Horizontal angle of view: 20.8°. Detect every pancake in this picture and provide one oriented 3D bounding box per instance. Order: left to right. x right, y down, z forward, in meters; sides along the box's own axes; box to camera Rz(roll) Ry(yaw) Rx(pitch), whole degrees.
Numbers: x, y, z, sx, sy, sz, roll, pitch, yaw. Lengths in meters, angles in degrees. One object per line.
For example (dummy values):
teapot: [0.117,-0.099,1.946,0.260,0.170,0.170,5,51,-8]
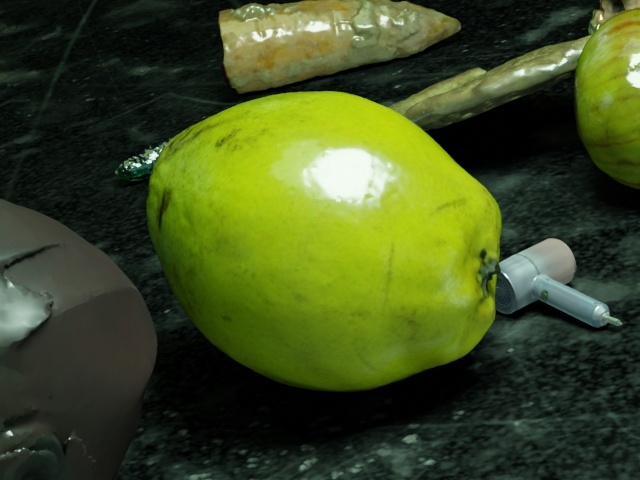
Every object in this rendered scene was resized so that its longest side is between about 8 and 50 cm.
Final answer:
pancake: [0.182,-0.154,1.575,0.286,0.033,0.288,-26,7,-22]

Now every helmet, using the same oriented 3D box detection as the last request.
helmet: [-0.214,0.059,1.056,0.225,0.177,0.305,27,-4,21]

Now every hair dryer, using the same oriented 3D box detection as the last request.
hair dryer: [0.175,0.037,1.241,0.063,0.037,0.114,-25,32,-28]

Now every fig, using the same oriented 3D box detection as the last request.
fig: [0.328,-0.125,1.383,0.259,0.151,0.151,-11,23,5]

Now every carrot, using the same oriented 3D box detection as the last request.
carrot: [0.020,-0.216,1.873,0.263,0.102,0.102,-7,23,3]

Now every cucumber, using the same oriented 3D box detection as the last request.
cucumber: [-0.143,-0.088,1.719,0.133,0.032,0.032,-25,25,-23]

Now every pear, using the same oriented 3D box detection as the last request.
pear: [0.000,0.000,1.200,0.269,0.212,0.212,14,34,30]

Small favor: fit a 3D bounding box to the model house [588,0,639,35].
model house: [0.359,-0.279,1.692,0.183,0.172,0.166,10,31,44]
